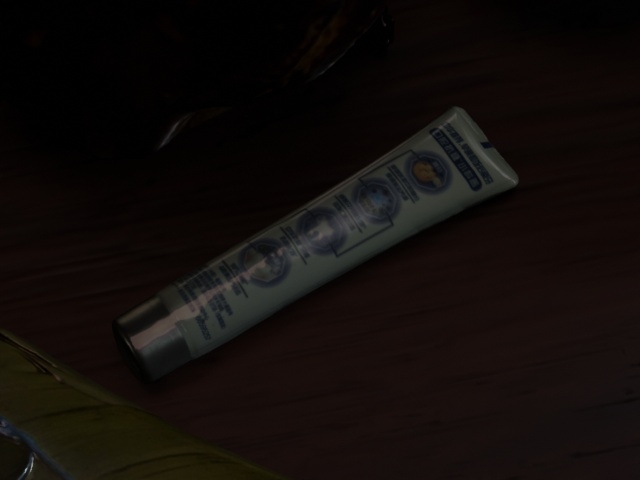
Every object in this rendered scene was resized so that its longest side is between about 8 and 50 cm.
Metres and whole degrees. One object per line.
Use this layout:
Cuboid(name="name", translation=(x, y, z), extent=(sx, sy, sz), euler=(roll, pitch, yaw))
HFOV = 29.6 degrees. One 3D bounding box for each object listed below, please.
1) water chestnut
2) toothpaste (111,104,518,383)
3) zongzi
Cuboid(name="water chestnut", translation=(-0.073, -0.185, 0.638), extent=(0.289, 0.244, 0.289), euler=(-1, 68, 3))
Cuboid(name="toothpaste", translation=(0.000, 0.000, 0.646), extent=(0.239, 0.039, 0.062), euler=(-31, 70, -19))
Cuboid(name="zongzi", translation=(-0.058, 0.109, 0.548), extent=(0.256, 0.115, 0.228), euler=(-22, 59, -19))
